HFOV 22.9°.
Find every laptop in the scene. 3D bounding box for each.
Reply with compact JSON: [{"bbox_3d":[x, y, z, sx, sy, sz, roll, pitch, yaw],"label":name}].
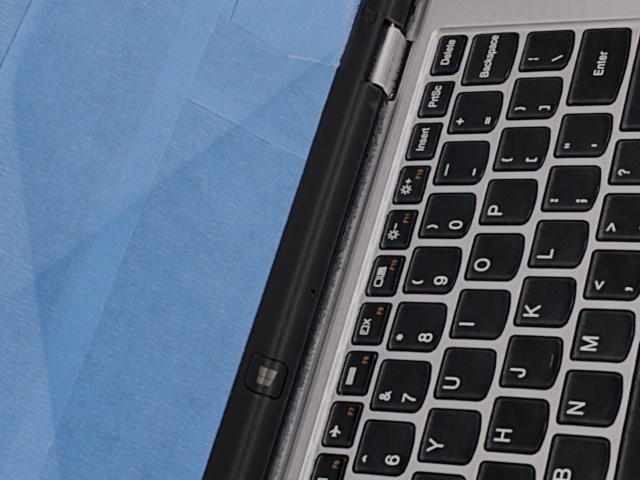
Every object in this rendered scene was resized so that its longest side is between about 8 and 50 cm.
[{"bbox_3d":[0.000,0.000,0.455,0.407,0.236,0.382,1,58,27],"label":"laptop"}]

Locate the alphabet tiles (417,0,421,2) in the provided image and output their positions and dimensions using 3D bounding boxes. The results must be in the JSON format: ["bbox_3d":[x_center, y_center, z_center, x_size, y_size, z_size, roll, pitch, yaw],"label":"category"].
[{"bbox_3d":[0.147,-0.169,0.647,0.342,0.011,0.285,-9,76,14],"label":"alphabet tiles"}]
